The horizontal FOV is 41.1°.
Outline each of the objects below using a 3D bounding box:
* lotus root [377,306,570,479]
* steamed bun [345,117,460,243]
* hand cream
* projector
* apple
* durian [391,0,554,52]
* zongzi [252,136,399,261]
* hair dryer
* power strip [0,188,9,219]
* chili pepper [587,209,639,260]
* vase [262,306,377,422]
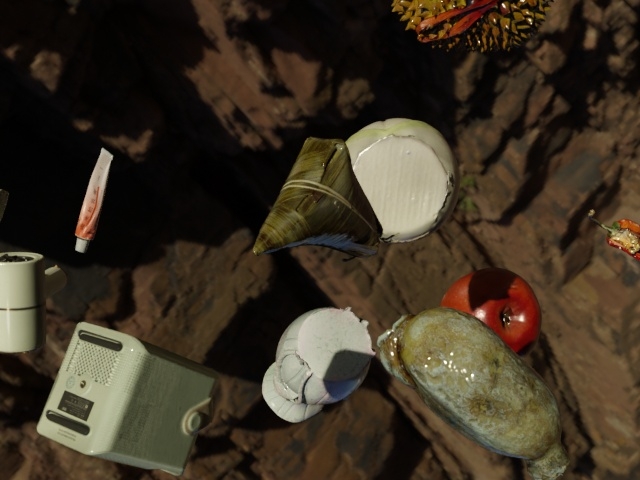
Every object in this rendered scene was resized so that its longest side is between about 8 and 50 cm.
[{"bbox_3d":[0.255,0.228,1.335,0.349,0.175,0.175,39,174,10],"label":"lotus root"},{"bbox_3d":[0.181,-0.144,2.018,0.309,0.309,0.309,45,175,5],"label":"steamed bun"},{"bbox_3d":[-0.456,-0.077,1.722,0.052,0.216,0.038,22,-167,22],"label":"hand cream"},{"bbox_3d":[-0.279,0.245,1.296,0.163,0.177,0.242,11,166,33],"label":"projector"},{"bbox_3d":[0.441,0.202,2.196,0.260,0.260,0.216,46,161,-8],"label":"apple"},{"bbox_3d":[0.294,-0.547,1.687,0.384,0.347,0.347,52,177,14],"label":"durian"},{"bbox_3d":[0.000,0.000,1.341,0.111,0.241,0.248,9,146,37],"label":"zongzi"},{"bbox_3d":[-0.647,0.111,1.937,0.362,0.128,0.203,-79,-9,-80],"label":"hair dryer"},{"bbox_3d":[-0.552,-0.059,1.295,0.252,0.060,0.027,10,169,37],"label":"power strip"},{"bbox_3d":[0.521,0.011,1.332,0.268,0.050,0.059,23,142,-13],"label":"chili pepper"},{"bbox_3d":[-0.022,0.334,2.221,0.250,0.250,0.445,45,152,7],"label":"vase"}]
